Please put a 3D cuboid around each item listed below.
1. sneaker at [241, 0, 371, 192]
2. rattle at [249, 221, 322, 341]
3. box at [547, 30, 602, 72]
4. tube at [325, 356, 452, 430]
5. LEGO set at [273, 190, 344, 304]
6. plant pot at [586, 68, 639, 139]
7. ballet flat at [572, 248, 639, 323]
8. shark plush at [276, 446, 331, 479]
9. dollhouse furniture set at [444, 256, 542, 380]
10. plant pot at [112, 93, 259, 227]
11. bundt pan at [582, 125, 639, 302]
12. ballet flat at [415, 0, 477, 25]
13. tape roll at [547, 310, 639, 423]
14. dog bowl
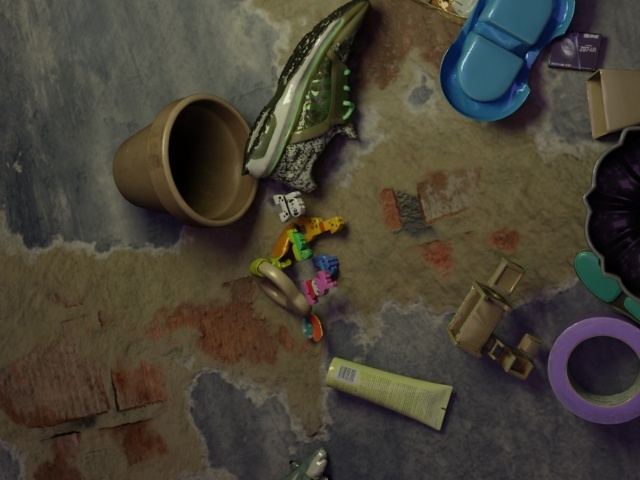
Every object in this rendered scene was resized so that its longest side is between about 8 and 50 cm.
[{"bbox_3d":[0.006,-0.272,1.521,0.182,0.158,0.410,28,97,-19],"label":"sneaker"},{"bbox_3d":[-0.037,0.088,1.576,0.200,0.143,0.130,38,143,8],"label":"rattle"},{"bbox_3d":[0.456,-0.340,1.397,0.083,0.018,0.067,12,97,18],"label":"box"},{"bbox_3d":[0.131,0.294,1.529,0.240,0.062,0.070,15,142,13],"label":"tube"},{"bbox_3d":[0.000,0.000,1.536,0.093,0.087,0.227,-21,86,34],"label":"LEGO set"},{"bbox_3d":[0.523,-0.238,1.340,0.096,0.109,0.109,-6,91,7],"label":"plant pot"},{"bbox_3d":[0.537,0.091,1.370,0.213,0.068,0.072,42,115,18],"label":"ballet flat"},{"bbox_3d":[-0.044,0.484,1.615,0.161,0.073,0.067,-35,61,38],"label":"shark plush"},{"bbox_3d":[0.350,0.136,1.441,0.161,0.101,0.181,28,102,-9],"label":"dollhouse furniture set"},{"bbox_3d":[-0.291,-0.147,1.563,0.229,0.263,0.262,-4,92,36],"label":"plant pot"},{"bbox_3d":[0.586,-0.049,1.278,0.331,0.124,0.330,0,93,7],"label":"bundt pan"},{"bbox_3d":[0.237,-0.449,1.441,0.206,0.067,0.073,24,99,16],"label":"ballet flat"},{"bbox_3d":[0.502,0.223,1.381,0.189,0.080,0.188,1,93,20],"label":"tape roll"},{"bbox_3d":[0.325,-0.358,1.391,0.166,0.074,0.297,27,103,-6],"label":"dog bowl"}]
